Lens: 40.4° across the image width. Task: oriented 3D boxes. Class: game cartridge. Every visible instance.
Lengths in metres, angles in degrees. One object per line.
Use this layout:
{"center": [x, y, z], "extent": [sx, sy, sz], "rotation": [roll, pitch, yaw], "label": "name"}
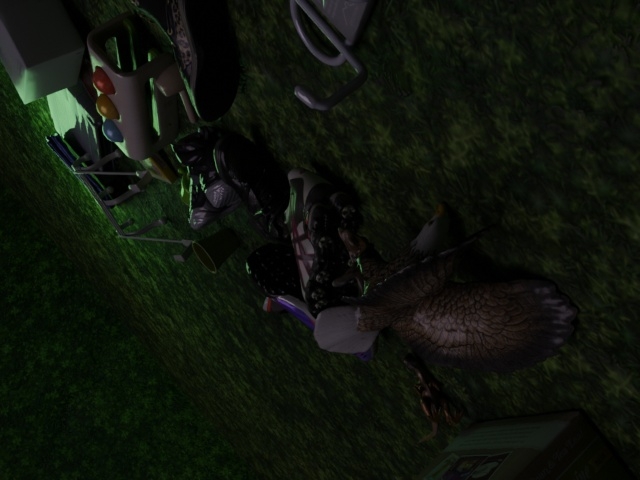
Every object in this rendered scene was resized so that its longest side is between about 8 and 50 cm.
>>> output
{"center": [-0.599, -0.305, 2.168], "extent": [0.230, 0.068, 0.355], "rotation": [52, 159, 12], "label": "game cartridge"}

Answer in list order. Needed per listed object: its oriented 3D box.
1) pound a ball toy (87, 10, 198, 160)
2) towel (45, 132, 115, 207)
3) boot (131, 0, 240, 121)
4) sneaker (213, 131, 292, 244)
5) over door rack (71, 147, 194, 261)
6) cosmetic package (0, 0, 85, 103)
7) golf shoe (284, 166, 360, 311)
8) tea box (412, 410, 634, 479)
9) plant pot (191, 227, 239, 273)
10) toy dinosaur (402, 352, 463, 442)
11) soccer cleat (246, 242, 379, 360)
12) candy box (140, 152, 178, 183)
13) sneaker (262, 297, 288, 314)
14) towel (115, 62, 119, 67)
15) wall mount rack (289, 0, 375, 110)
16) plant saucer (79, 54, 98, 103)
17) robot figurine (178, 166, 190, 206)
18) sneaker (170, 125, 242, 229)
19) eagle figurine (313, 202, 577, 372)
{"center": [-0.329, -0.257, 1.594], "extent": [0.208, 0.135, 0.319], "rotation": [47, 158, 15], "label": "pound a ball toy"}
{"center": [-0.642, -0.185, 2.368], "extent": [0.243, 0.040, 0.336], "rotation": [50, 173, -9], "label": "towel"}
{"center": [-0.212, -0.316, 1.342], "extent": [0.178, 0.085, 0.237], "rotation": [39, 148, 35], "label": "boot"}
{"center": [-0.089, -0.081, 1.453], "extent": [0.130, 0.087, 0.228], "rotation": [22, 146, 49], "label": "sneaker"}
{"center": [-0.436, -0.094, 2.090], "extent": [0.324, 0.108, 0.240], "rotation": [16, 144, 46], "label": "over door rack"}
{"center": [-0.617, -0.443, 1.844], "extent": [0.225, 0.138, 0.224], "rotation": [61, 158, 0], "label": "cosmetic package"}
{"center": [0.000, 0.000, 1.399], "extent": [0.120, 0.105, 0.273], "rotation": [49, 151, 34], "label": "golf shoe"}
{"center": [0.317, 0.445, 1.256], "extent": [0.324, 0.220, 0.329], "rotation": [52, 158, 0], "label": "tea box"}
{"center": [-0.219, 0.015, 1.862], "extent": [0.083, 0.079, 0.083], "rotation": [42, 155, 25], "label": "plant pot"}
{"center": [0.196, 0.285, 1.495], "extent": [0.112, 0.064, 0.212], "rotation": [-131, 22, -63], "label": "toy dinosaur"}
{"center": [-0.019, 0.112, 1.583], "extent": [0.318, 0.108, 0.116], "rotation": [31, 154, 38], "label": "soccer cleat"}
{"center": [-0.400, -0.211, 1.905], "extent": [0.105, 0.027, 0.206], "rotation": [19, 151, 50], "label": "candy box"}
{"center": [-0.074, 0.108, 1.773], "extent": [0.064, 0.061, 0.158], "rotation": [23, 156, 1], "label": "sneaker"}
{"center": [-0.402, -0.338, 1.785], "extent": [0.060, 0.009, 0.083], "rotation": [60, 156, -16], "label": "towel"}
{"center": [-0.049, -0.318, 0.949], "extent": [0.304, 0.130, 0.350], "rotation": [48, 157, 11], "label": "wall mount rack"}
{"center": [-0.481, -0.340, 1.916], "extent": [0.168, 0.029, 0.168], "rotation": [44, 157, 24], "label": "plant saucer"}
{"center": [-0.248, -0.106, 1.752], "extent": [0.115, 0.067, 0.101], "rotation": [123, 126, -68], "label": "robot figurine"}
{"center": [-0.213, -0.121, 1.616], "extent": [0.153, 0.101, 0.268], "rotation": [60, 155, 4], "label": "sneaker"}
{"center": [0.132, 0.060, 1.093], "extent": [0.298, 0.226, 0.225], "rotation": [26, 126, 57], "label": "eagle figurine"}
